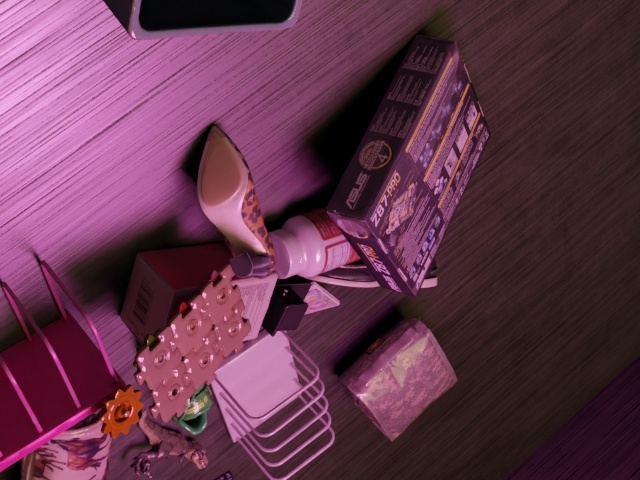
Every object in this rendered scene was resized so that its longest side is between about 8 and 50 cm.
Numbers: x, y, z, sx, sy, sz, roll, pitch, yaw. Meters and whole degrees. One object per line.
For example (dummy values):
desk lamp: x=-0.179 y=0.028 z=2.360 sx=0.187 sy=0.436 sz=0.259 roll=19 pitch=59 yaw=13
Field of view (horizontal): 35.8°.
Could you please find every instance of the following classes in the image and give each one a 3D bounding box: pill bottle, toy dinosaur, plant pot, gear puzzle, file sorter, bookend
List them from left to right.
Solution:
file sorter: x=-0.488 y=0.195 z=1.517 sx=0.290 sy=0.202 sz=0.182 roll=-32 pitch=139 yaw=-21
toy dinosaur: x=-0.332 y=0.430 z=2.033 sx=0.118 sy=0.064 sz=0.268 roll=-50 pitch=144 yaw=-8
gear puzzle: x=-0.241 y=0.195 z=1.614 sx=0.339 sy=0.044 sz=0.175 roll=-47 pitch=139 yaw=-35
plant pot: x=-0.170 y=-0.416 z=1.207 sx=0.247 sy=0.252 sz=0.247 roll=-14 pitch=132 yaw=-38
file sorter: x=-0.094 y=0.349 z=2.104 sx=0.193 sy=0.173 sz=0.278 roll=-34 pitch=143 yaw=-19
bookend: x=-0.069 y=0.105 z=1.905 sx=0.156 sy=0.157 sz=0.072 roll=2 pitch=123 yaw=-46
pill bottle: x=0.000 y=0.000 z=1.908 sx=0.216 sy=0.121 sz=0.121 roll=-18 pitch=136 yaw=-35

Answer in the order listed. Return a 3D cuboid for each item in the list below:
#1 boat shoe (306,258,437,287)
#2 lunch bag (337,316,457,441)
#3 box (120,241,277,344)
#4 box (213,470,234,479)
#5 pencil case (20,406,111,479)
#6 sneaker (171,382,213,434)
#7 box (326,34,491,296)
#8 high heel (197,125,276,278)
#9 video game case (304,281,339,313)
boat shoe: x=0.111 y=0.038 z=2.074 sx=0.340 sy=0.127 sz=0.113 roll=3 pitch=97 yaw=-31
lunch bag: x=0.177 y=0.315 z=2.364 sx=0.235 sy=0.169 sz=0.287 roll=-41 pitch=149 yaw=-8
box: x=-0.216 y=0.100 z=1.770 sx=0.232 sy=0.127 sz=0.149 roll=-7 pitch=127 yaw=-43
box: x=-0.240 y=0.581 z=2.308 sx=0.083 sy=0.018 sz=0.067 roll=-26 pitch=139 yaw=-28
pencil case: x=-0.472 y=0.422 z=1.786 sx=0.183 sy=0.160 sz=0.410 roll=-31 pitch=145 yaw=-46
sneaker: x=-0.253 y=0.268 z=1.887 sx=0.109 sy=0.123 sz=0.295 roll=-34 pitch=148 yaw=-22
box: x=0.182 y=-0.133 z=1.878 sx=0.395 sy=0.097 sz=0.318 roll=-63 pitch=150 yaw=-16
high heel: x=-0.140 y=-0.060 z=1.696 sx=0.093 sy=0.261 sz=0.186 roll=-13 pitch=177 yaw=9
video game case: x=-0.024 y=0.120 z=2.053 sx=0.087 sy=0.011 sz=0.122 roll=-16 pitch=151 yaw=21
